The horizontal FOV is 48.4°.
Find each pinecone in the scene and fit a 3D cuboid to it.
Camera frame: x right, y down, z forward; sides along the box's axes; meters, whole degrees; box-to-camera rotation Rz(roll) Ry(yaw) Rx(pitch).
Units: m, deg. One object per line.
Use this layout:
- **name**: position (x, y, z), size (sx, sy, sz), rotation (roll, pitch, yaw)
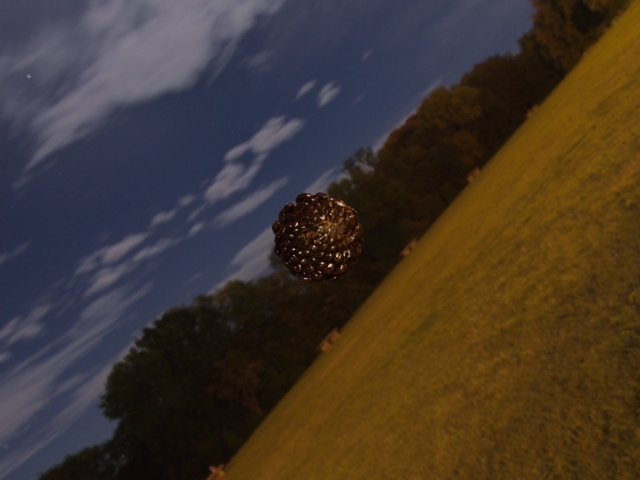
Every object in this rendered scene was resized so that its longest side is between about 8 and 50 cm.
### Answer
- **pinecone**: position (0.000, 0.000, 0.592), size (0.077, 0.077, 0.083), rotation (-45, -13, -1)
